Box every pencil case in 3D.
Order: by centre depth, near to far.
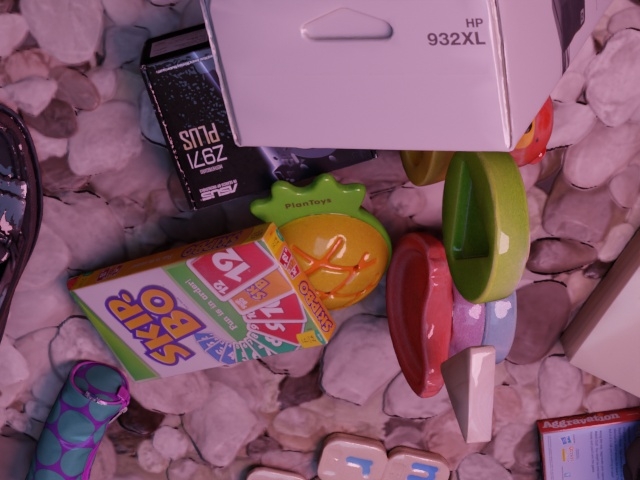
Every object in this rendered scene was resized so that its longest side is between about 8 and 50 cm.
[{"bbox_3d":[-0.247,0.201,1.394,0.070,0.064,0.151,30,114,10],"label":"pencil case"}]

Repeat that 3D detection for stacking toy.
[{"bbox_3d":[0.159,0.006,1.214,0.130,0.279,0.309,-3,116,-14],"label":"stacking toy"}]

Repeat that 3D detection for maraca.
[{"bbox_3d":[0.000,0.000,1.276,0.127,0.099,0.185,-12,143,5],"label":"maraca"}]

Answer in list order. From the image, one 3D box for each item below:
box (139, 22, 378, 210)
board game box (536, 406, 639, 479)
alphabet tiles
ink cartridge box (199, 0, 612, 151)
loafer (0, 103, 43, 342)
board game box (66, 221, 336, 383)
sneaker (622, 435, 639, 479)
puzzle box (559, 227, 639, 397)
[{"bbox_3d":[-0.054,-0.127,1.236,0.180,0.077,0.147,-15,117,4],"label":"box"},{"bbox_3d":[0.319,0.309,1.500,0.145,0.027,0.281,-7,116,2],"label":"board game box"},{"bbox_3d":[0.035,0.339,1.503,0.278,0.021,0.284,13,115,-9],"label":"alphabet tiles"},{"bbox_3d":[0.082,-0.189,1.052,0.223,0.307,0.129,3,120,26],"label":"ink cartridge box"},{"bbox_3d":[-0.327,0.022,1.285,0.109,0.095,0.302,11,115,-9],"label":"loafer"},{"bbox_3d":[-0.123,0.066,1.298,0.259,0.039,0.124,-13,119,34],"label":"board game box"},{"bbox_3d":[0.436,0.164,1.315,0.125,0.139,0.341,29,110,-14],"label":"sneaker"},{"bbox_3d":[0.485,0.092,1.389,0.409,0.052,0.272,26,112,-15],"label":"puzzle box"}]
